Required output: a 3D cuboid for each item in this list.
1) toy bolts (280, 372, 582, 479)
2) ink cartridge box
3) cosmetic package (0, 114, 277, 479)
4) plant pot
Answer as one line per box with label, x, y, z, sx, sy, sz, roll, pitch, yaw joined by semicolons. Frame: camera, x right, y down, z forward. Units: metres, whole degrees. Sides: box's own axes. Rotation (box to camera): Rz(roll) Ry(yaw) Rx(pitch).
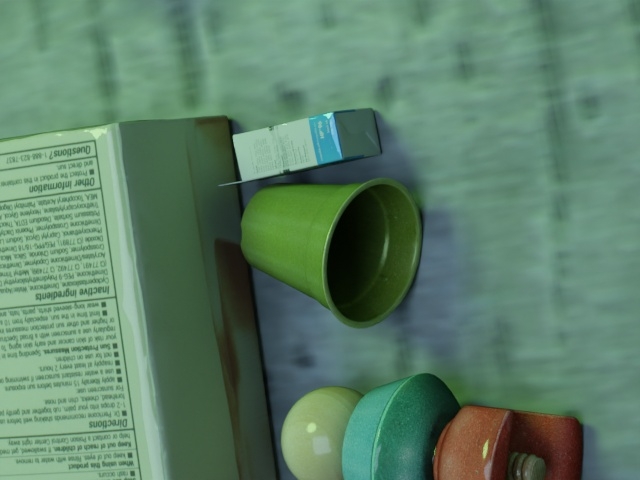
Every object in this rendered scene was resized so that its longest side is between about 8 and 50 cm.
toy bolts;0.021;0.178;1.017;0.158;0.218;0.228;6;80;34
ink cartridge box;-0.015;-0.052;1.083;0.083;0.048;0.028;-12;90;29
cosmetic package;-0.123;0.083;1.113;0.153;0.129;0.296;-5;93;28
plant pot;0.000;0.000;1.071;0.079;0.083;0.083;14;102;40
